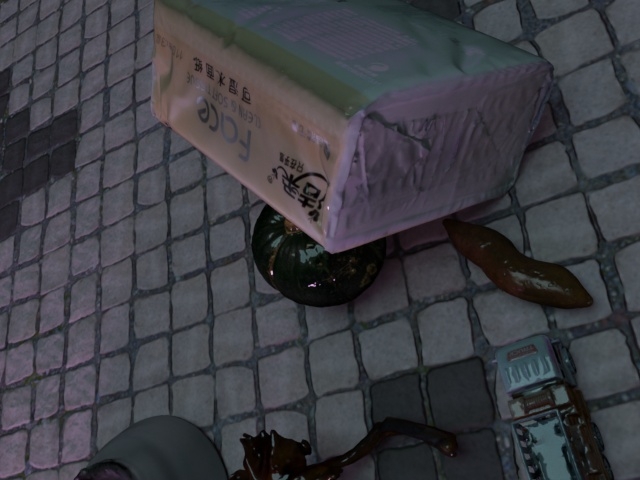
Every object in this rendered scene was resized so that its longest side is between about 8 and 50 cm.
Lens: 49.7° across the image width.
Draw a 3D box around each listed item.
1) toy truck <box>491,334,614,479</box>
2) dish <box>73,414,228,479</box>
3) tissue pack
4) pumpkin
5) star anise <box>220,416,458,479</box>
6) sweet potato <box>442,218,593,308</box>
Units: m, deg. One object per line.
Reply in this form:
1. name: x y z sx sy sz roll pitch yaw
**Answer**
1. toy truck: 0.236 0.184 0.719 0.080 0.115 0.178 -25 57 23
2. dish: -0.275 0.402 0.970 0.316 0.106 0.317 -13 64 29
3. tissue pack: 0.020 -0.188 0.880 0.405 0.331 0.205 37 132 39
4. pumpkin: -0.001 0.000 0.932 0.190 0.146 0.191 -3 72 9
5. star anise: 0.006 0.308 0.810 0.346 0.148 0.237 -36 77 13
6. sweet potato: 0.223 0.028 0.829 0.065 0.051 0.218 -29 45 -31
